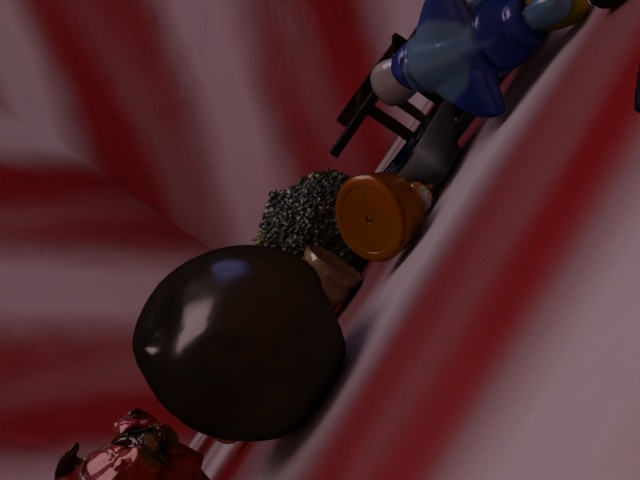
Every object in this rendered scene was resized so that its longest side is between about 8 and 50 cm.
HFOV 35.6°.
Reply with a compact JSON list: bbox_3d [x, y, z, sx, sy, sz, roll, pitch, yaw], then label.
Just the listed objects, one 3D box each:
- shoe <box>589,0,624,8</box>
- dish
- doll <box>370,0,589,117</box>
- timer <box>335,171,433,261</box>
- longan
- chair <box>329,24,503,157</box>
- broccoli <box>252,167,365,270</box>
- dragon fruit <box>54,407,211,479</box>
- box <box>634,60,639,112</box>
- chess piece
[{"bbox_3d":[0.339,-0.339,1.070,0.108,0.093,0.241,-57,5,-9],"label":"shoe"},{"bbox_3d":[0.151,-0.103,1.627,0.243,0.080,0.182,-53,3,46],"label":"dish"},{"bbox_3d":[0.233,-0.311,1.469,0.376,0.187,0.365,-51,6,15],"label":"doll"},{"bbox_3d":[0.118,-0.051,1.489,0.152,0.132,0.132,-23,-22,-45],"label":"timer"},{"bbox_3d":[-0.106,0.138,1.357,0.288,0.288,0.350,-56,14,-5],"label":"longan"},{"bbox_3d":[0.212,-0.309,1.844,0.416,0.203,0.241,-53,6,21],"label":"chair"},{"bbox_3d":[-0.005,-0.018,1.951,0.288,0.235,0.260,-19,-4,-12],"label":"broccoli"},{"bbox_3d":[-0.209,0.330,1.169,0.224,0.227,0.224,-17,32,11],"label":"dragon fruit"},{"bbox_3d":[0.292,-0.206,0.623,0.211,0.058,0.350,-54,2,36],"label":"box"},{"bbox_3d":[-0.079,0.197,1.784,0.397,0.117,0.117,-56,2,11],"label":"chess piece"}]
